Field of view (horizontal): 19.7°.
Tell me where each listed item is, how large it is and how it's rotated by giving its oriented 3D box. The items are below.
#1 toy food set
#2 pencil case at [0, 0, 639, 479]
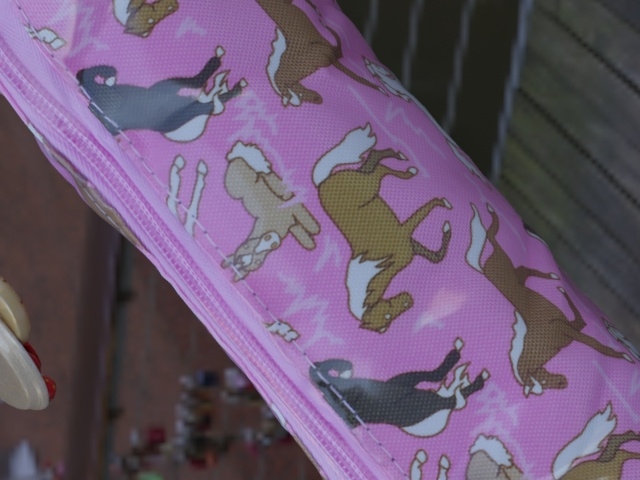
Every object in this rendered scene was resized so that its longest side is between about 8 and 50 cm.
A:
[{"bbox_3d":[-0.147,0.041,0.817,0.083,0.020,0.083,18,143,48],"label":"toy food set"},{"bbox_3d":[0.000,0.000,0.834,0.386,0.160,0.167,51,-178,4],"label":"pencil case"}]
